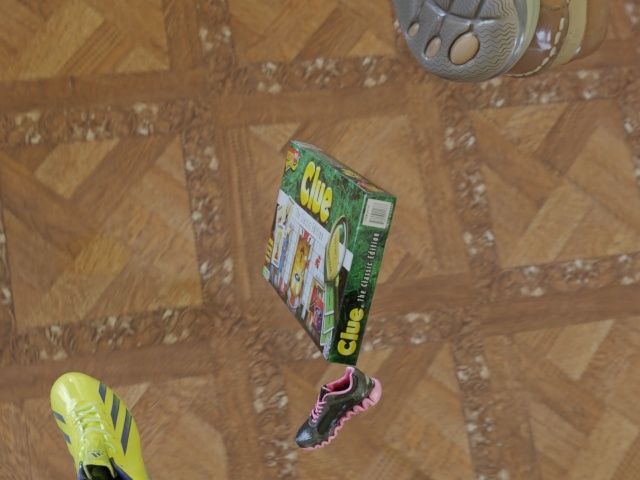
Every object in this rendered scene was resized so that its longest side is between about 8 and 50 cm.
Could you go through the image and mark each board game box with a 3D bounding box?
[{"bbox_3d":[0.000,0.000,0.965,0.030,0.260,0.136,12,100,-17],"label":"board game box"}]

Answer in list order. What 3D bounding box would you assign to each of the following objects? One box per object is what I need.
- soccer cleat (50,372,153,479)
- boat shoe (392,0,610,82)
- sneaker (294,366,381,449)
[{"bbox_3d":[-0.281,0.274,1.468,0.093,0.121,0.289,-33,58,-1],"label":"soccer cleat"},{"bbox_3d":[0.090,-0.240,0.703,0.117,0.123,0.324,-2,71,-30],"label":"boat shoe"},{"bbox_3d":[0.010,0.187,1.294,0.119,0.047,0.057,-42,123,5],"label":"sneaker"}]
